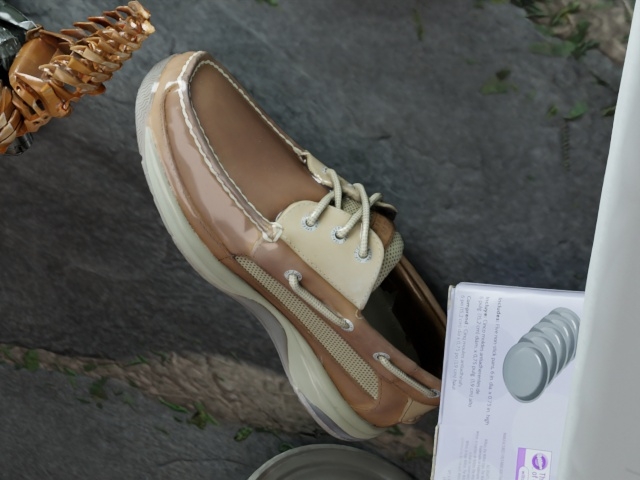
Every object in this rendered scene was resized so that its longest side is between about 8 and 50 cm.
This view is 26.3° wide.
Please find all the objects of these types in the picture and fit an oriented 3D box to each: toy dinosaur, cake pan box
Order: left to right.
[{"bbox_3d":[-0.248,-0.136,0.928,0.322,0.164,0.218,-20,134,20],"label":"toy dinosaur"},{"bbox_3d":[0.193,0.166,0.863,0.246,0.266,0.070,1,173,29],"label":"cake pan box"}]

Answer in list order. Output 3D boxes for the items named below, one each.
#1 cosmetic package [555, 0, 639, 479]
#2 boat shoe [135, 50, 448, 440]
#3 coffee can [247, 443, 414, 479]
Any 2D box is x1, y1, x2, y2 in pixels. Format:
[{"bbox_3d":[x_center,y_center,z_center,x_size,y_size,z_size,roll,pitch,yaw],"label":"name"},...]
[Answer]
[{"bbox_3d":[0.300,-0.078,0.504,0.330,0.327,0.393,15,136,16],"label":"cosmetic package"},{"bbox_3d":[0.000,0.000,0.912,0.116,0.123,0.324,-16,127,30],"label":"boat shoe"},{"bbox_3d":[-0.029,0.323,1.156,0.202,0.201,0.275,33,138,-2],"label":"coffee can"}]
